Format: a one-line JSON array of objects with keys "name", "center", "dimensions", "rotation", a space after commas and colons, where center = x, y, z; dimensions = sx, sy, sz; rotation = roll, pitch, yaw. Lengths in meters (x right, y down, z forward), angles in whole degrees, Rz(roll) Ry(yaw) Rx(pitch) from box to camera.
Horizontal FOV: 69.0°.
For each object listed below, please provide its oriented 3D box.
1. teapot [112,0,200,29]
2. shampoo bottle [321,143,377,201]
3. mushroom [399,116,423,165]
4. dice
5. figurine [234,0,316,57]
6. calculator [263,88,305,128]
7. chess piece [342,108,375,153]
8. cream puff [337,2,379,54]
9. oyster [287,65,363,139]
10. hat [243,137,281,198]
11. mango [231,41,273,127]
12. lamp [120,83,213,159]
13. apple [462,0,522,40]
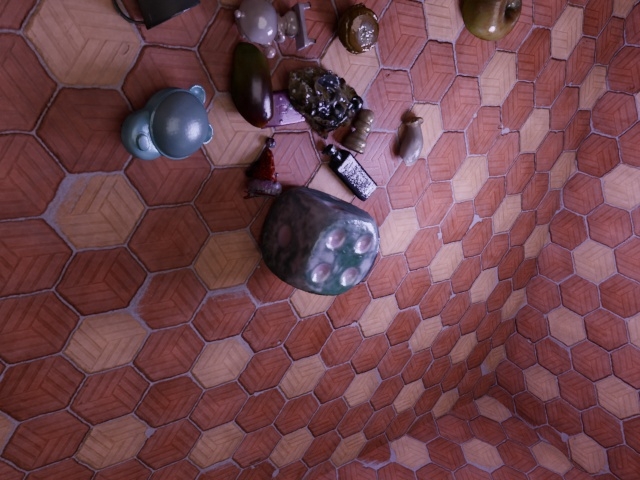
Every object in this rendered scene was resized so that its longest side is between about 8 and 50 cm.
[{"name": "teapot", "center": [-0.432, -0.655, 1.222], "dimensions": [0.239, 0.162, 0.149], "rotation": [-20, 122, 10]}, {"name": "shampoo bottle", "center": [0.118, -0.283, 1.894], "dimensions": [0.098, 0.071, 0.309], "rotation": [-50, 134, -1]}, {"name": "mushroom", "center": [0.395, -0.427, 2.013], "dimensions": [0.097, 0.088, 0.212], "rotation": [3, 111, -3]}, {"name": "dice", "center": [0.000, 0.000, 1.792], "dimensions": [0.348, 0.330, 0.327], "rotation": [11, 108, -39]}, {"name": "figurine", "center": [-0.151, -0.658, 1.425], "dimensions": [0.257, 0.144, 0.181], "rotation": [-14, 123, -30]}, {"name": "calculator", "center": [-0.129, -0.464, 1.631], "dimensions": [0.191, 0.034, 0.126], "rotation": [-18, 123, -30]}, {"name": "chess piece", "center": [0.156, -0.435, 1.834], "dimensions": [0.094, 0.094, 0.170], "rotation": [14, 98, -41]}, {"name": "cream puff", "center": [0.128, -0.732, 1.613], "dimensions": [0.150, 0.115, 0.165], "rotation": [-13, 132, -23]}, {"name": "oyster", "center": [0.027, -0.519, 1.665], "dimensions": [0.221, 0.096, 0.361], "rotation": [-59, 141, -7]}, {"name": "hat", "center": [-0.199, -0.255, 1.666], "dimensions": [0.140, 0.129, 0.227], "rotation": [4, 95, -21]}, {"name": "mango", "center": [-0.221, -0.491, 1.492], "dimensions": [0.133, 0.111, 0.267], "rotation": [-9, 115, -3]}, {"name": "lamp", "center": [-0.449, -0.337, 1.382], "dimensions": [0.284, 0.147, 0.209], "rotation": [-24, 129, -24]}, {"name": "apple", "center": [0.689, -0.933, 1.869], "dimensions": [0.261, 0.194, 0.260], "rotation": [-20, 126, -30]}]
